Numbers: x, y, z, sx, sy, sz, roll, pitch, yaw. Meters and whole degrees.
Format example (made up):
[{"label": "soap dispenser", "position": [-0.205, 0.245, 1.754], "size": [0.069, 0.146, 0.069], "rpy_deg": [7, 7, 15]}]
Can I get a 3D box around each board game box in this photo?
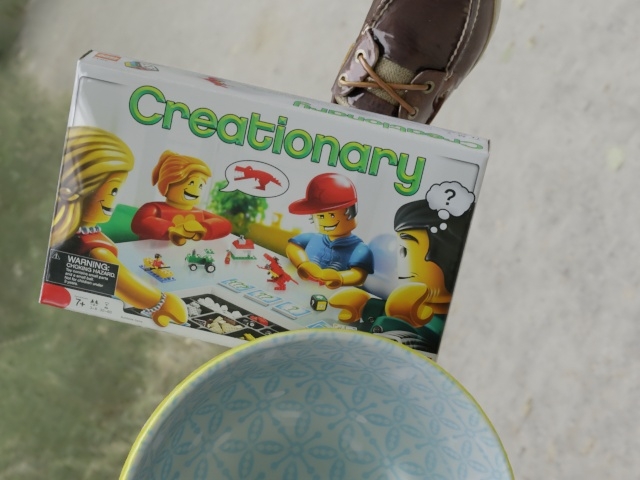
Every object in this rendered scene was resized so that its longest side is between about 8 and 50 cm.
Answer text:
[{"label": "board game box", "position": [-0.044, -0.014, 1.103], "size": [0.053, 0.305, 0.193], "rpy_deg": [-72, -5, -72]}]

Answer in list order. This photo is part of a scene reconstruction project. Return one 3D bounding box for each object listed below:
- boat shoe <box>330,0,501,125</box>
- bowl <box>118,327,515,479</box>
[{"label": "boat shoe", "position": [0.072, -0.151, 1.443], "size": [0.342, 0.123, 0.123], "rpy_deg": [-56, 8, 51]}, {"label": "bowl", "position": [-0.017, 0.203, 1.072], "size": [0.289, 0.289, 0.156], "rpy_deg": [-61, 13, -8]}]
